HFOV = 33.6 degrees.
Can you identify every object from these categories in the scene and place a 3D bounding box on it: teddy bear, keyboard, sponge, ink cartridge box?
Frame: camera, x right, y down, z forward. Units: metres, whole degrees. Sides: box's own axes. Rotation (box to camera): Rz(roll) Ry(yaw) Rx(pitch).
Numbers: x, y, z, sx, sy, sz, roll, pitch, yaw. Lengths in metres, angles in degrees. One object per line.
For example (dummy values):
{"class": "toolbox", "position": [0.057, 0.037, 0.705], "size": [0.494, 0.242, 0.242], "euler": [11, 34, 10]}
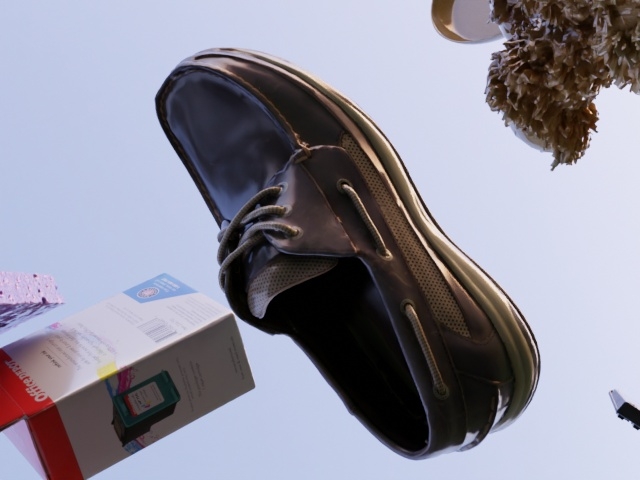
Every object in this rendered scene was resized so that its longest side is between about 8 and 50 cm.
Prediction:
{"class": "teddy bear", "position": [0.165, -0.189, 0.592], "size": [0.113, 0.337, 0.245], "euler": [5, -140, -1]}
{"class": "keyboard", "position": [0.384, 0.220, 1.106], "size": [0.180, 0.108, 0.023], "euler": [33, -84, 2]}
{"class": "sponge", "position": [-0.278, 0.060, 0.803], "size": [0.117, 0.210, 0.031], "euler": [-25, -94, 1]}
{"class": "ink cartridge box", "position": [-0.188, 0.120, 0.866], "size": [0.231, 0.134, 0.078], "euler": [-26, -64, -26]}

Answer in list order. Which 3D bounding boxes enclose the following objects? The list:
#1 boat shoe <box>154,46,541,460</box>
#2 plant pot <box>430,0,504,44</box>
{"class": "boat shoe", "position": [0.000, 0.000, 0.732], "size": [0.355, 0.132, 0.130], "euler": [45, -144, 15]}
{"class": "plant pot", "position": [0.254, -0.352, 1.426], "size": [0.032, 0.236, 0.236], "euler": [40, -113, -36]}
